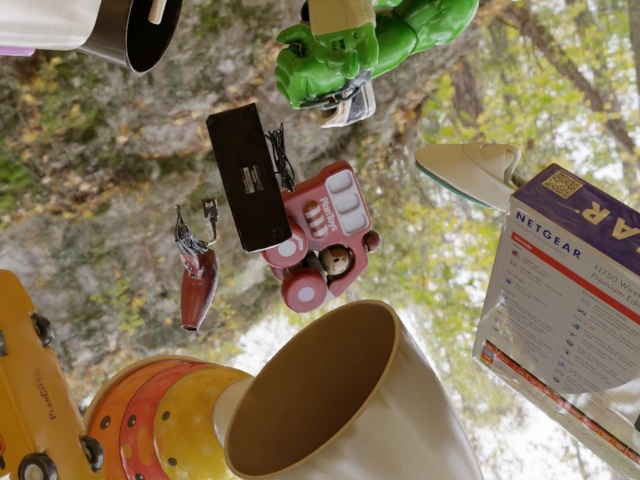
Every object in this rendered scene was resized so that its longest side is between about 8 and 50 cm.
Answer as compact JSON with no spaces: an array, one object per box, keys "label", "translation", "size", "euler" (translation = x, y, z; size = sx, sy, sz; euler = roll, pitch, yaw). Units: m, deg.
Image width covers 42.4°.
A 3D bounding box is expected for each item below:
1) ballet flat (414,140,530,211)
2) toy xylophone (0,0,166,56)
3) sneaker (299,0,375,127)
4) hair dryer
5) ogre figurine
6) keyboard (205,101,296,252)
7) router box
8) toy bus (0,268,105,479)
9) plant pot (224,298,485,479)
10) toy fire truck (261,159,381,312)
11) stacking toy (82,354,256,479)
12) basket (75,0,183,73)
[{"label":"ballet flat","translation":[0.369,-0.101,1.522],"size":[0.400,0.139,0.139],"euler":[33,-131,11]},{"label":"toy xylophone","translation":[-0.207,-0.286,0.670],"size":[0.081,0.322,0.236],"euler":[33,-163,26]},{"label":"sneaker","translation":[0.013,-0.375,1.640],"size":[0.128,0.321,0.126],"euler":[-26,-154,-19]},{"label":"hair dryer","translation":[-0.285,0.053,1.785],"size":[0.080,0.293,0.223],"euler":[2,-168,18]},{"label":"ogre figurine","translation":[0.054,-0.151,0.391],"size":[0.118,0.197,0.097],"euler":[-21,-138,-38]},{"label":"keyboard","translation":[-0.080,-0.086,1.098],"size":[0.100,0.191,0.038],"euler":[-13,-170,11]},{"label":"router box","translation":[0.341,0.122,0.917],"size":[0.082,0.301,0.335],"euler":[-34,-124,-28]},{"label":"toy bus","translation":[-0.406,0.200,1.072],"size":[0.130,0.332,0.108],"euler":[-29,170,20]},{"label":"plant pot","translation":[0.073,0.253,0.976],"size":[0.257,0.274,0.256],"euler":[-37,-159,17]},{"label":"toy fire truck","translation":[0.000,0.000,1.794],"size":[0.254,0.302,0.169],"euler":[-24,-150,-2]},{"label":"stacking toy","translation":[-0.175,0.303,1.320],"size":[0.350,0.350,0.480],"euler":[-43,-179,-35]},{"label":"basket","translation":[-0.328,-0.339,1.131],"size":[0.227,0.154,0.204],"euler":[14,-130,8]}]
